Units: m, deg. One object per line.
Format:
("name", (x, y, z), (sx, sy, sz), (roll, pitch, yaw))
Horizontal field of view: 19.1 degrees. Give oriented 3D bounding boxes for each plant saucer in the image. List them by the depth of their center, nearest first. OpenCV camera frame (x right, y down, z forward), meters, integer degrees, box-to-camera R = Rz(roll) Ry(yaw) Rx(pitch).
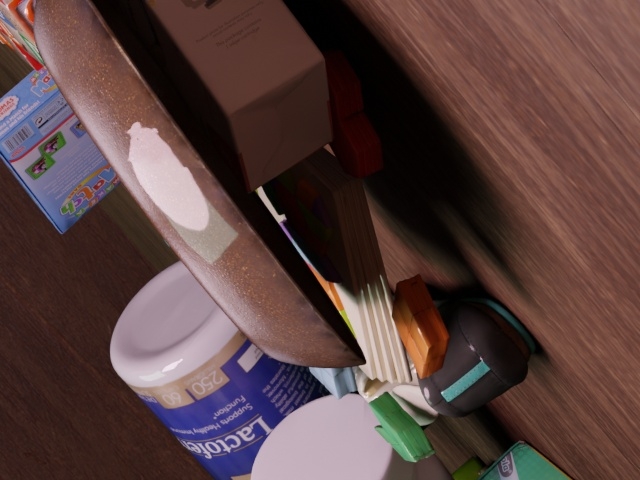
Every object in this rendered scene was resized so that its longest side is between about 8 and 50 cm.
("plant saucer", (-0.080, -0.039, 1.136), (0.310, 0.050, 0.310), (53, -178, -2))

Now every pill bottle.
("pill bottle", (0.061, 0.268, 1.661), (0.161, 0.161, 0.283), (38, 168, 49))
("pill bottle", (-0.058, 0.147, 1.731), (0.264, 0.153, 0.153), (51, 171, -30))

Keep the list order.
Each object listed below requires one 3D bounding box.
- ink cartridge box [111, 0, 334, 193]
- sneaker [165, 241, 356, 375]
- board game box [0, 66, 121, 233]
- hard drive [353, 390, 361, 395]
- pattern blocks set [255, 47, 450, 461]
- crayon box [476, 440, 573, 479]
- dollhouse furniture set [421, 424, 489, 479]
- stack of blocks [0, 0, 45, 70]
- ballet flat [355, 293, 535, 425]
("ink cartridge box", (-0.074, -0.138, 1.096), (0.198, 0.067, 0.115), (55, 171, 19))
("sneaker", (-0.040, 0.001, 1.522), (0.295, 0.124, 0.178), (49, -179, -7))
("board game box", (-0.225, -0.107, 1.796), (0.039, 0.160, 0.211), (45, 171, 24))
("hard drive", (-0.037, 0.012, 1.738), (0.339, 0.064, 0.237), (48, 172, 0))
("pattern blocks set", (0.000, 0.000, 1.267), (0.285, 0.026, 0.325), (33, 146, 59))
("crayon box", (0.249, 0.299, 1.559), (0.278, 0.081, 0.165), (38, 168, 49))
("dollhouse furniture set", (0.042, 0.310, 1.895), (0.197, 0.301, 0.151), (49, 175, 9))
("stack of blocks", (-0.271, -0.239, 1.654), (0.297, 0.087, 0.171), (36, 167, 53))
("ballet flat", (0.075, 0.087, 1.392), (0.095, 0.096, 0.280), (45, 172, -2))
